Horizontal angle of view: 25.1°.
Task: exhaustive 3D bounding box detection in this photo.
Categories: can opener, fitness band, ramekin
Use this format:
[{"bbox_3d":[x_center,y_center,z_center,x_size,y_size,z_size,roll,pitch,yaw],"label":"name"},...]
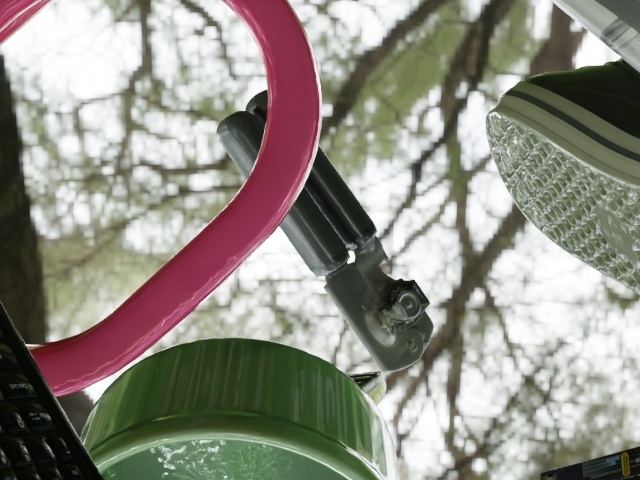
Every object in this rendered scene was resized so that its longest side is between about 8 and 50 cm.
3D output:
[{"bbox_3d":[0.000,0.000,1.300,0.076,0.283,0.095,-41,-169,-30],"label":"can opener"},{"bbox_3d":[-0.134,-0.044,0.791,0.291,0.209,0.054,-43,-179,5],"label":"fitness band"},{"bbox_3d":[-0.071,0.224,1.171,0.303,0.303,0.148,1,-148,1],"label":"ramekin"}]

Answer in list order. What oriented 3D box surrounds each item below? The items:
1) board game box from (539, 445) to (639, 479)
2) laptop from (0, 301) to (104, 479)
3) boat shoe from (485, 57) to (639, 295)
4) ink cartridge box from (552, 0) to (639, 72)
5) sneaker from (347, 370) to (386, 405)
[{"bbox_3d":[0.254,0.253,1.165,0.141,0.048,0.170,-20,-135,25],"label":"board game box"},{"bbox_3d":[-0.093,0.037,0.412,0.264,0.136,0.234,56,-162,18],"label":"laptop"},{"bbox_3d":[0.306,-0.008,0.999,0.156,0.187,0.500,-29,-144,-13],"label":"boat shoe"},{"bbox_3d":[0.233,-0.169,0.854,0.218,0.158,0.092,39,-166,2],"label":"ink cartridge box"},{"bbox_3d":[0.014,0.203,1.468,0.081,0.094,0.208,-13,-164,33],"label":"sneaker"}]
